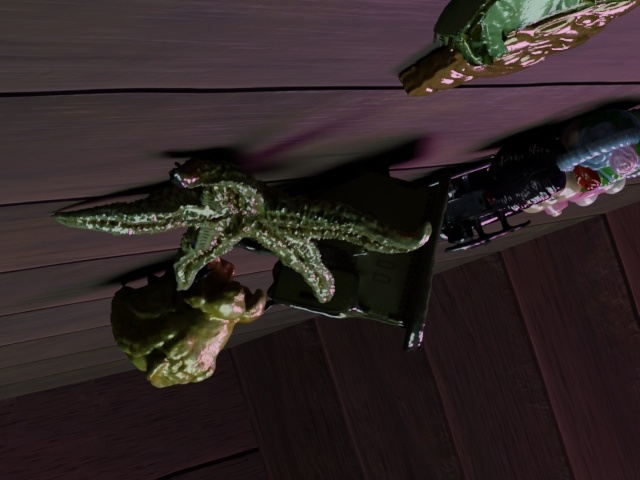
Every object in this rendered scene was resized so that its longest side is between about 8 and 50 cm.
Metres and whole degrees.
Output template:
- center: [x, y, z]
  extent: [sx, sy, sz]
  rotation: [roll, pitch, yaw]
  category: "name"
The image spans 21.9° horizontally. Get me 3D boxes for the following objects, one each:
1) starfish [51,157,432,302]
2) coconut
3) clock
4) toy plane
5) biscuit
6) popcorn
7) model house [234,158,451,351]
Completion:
- center: [-0.090, -0.014, 1.605]
  extent: [0.347, 0.078, 0.358]
  rotation: [10, 164, -30]
  category: "starfish"
- center: [0.142, -0.163, 1.127]
  extent: [0.158, 0.055, 0.133]
  rotation: [-12, 173, -32]
  category: "coconut"
- center: [0.314, -0.098, 2.042]
  extent: [0.194, 0.100, 0.195]
  rotation: [-27, 172, 39]
  category: "clock"
- center: [0.136, -0.030, 2.161]
  extent: [0.382, 0.106, 0.155]
  rotation: [-21, -173, -17]
  category: "toy plane"
- center: [0.169, -0.164, 1.345]
  extent: [0.250, 0.035, 0.162]
  rotation: [-24, 176, 37]
  category: "biscuit"
- center: [-0.175, 0.096, 2.192]
  extent: [0.195, 0.173, 0.168]
  rotation: [-43, -151, 8]
  category: "popcorn"
- center: [0.000, 0.000, 1.873]
  extent: [0.279, 0.205, 0.218]
  rotation: [12, 174, 4]
  category: "model house"
